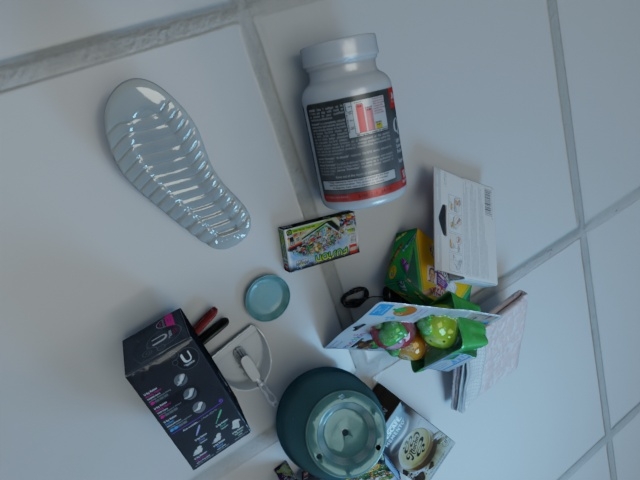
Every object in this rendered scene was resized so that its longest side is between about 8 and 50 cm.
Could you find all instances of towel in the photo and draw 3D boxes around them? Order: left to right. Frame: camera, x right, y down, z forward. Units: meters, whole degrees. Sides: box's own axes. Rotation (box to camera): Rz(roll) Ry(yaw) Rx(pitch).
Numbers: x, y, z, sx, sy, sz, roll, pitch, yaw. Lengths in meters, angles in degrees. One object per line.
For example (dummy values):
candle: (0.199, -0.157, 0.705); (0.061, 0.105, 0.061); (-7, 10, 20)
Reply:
towel: (0.537, 0.356, 1.542); (0.317, 0.053, 0.332); (-28, 129, -28)

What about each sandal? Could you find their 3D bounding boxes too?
sandal: (-0.298, -0.142, 1.023); (0.169, 0.102, 0.416); (-31, 127, -4)

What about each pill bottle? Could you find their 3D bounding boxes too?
pill bottle: (0.073, -0.269, 1.129); (0.210, 0.210, 0.363); (-20, 109, -24)

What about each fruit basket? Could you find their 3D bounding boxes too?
fruit basket: (0.231, 0.247, 1.259); (0.353, 0.327, 0.165); (3, 59, -25)

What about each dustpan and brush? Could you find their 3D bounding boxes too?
dustpan and brush: (-0.162, 0.332, 1.204); (0.147, 0.060, 0.211); (-38, 123, -22)

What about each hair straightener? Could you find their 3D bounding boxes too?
hair straightener: (-0.294, 0.264, 1.128); (0.230, 0.047, 0.089); (-48, 118, -12)

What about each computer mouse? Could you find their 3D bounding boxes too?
computer mouse: (0.166, 0.159, 1.372); (0.242, 0.041, 0.071); (0, 88, -22)

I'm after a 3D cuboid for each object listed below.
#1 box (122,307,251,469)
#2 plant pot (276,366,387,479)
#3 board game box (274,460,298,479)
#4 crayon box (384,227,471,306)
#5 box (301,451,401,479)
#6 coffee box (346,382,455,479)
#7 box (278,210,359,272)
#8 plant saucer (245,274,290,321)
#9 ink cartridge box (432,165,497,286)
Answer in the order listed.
box: (-0.282, 0.308, 1.032); (0.143, 0.165, 0.270); (-31, 115, -14)
plant pot: (0.040, 0.443, 1.170); (0.271, 0.255, 0.272); (2, 76, -10)
board game box: (-0.008, 0.776, 1.297); (0.056, 0.208, 0.347); (-30, 112, -21)
crayon box: (0.312, 0.109, 1.379); (0.278, 0.081, 0.165); (35, 58, -29)
box: (0.086, 0.654, 1.343); (0.233, 0.044, 0.159); (-25, 123, 12)
coffee box: (0.240, 0.577, 1.443); (0.297, 0.119, 0.168); (42, 80, -28)
box: (0.000, 0.000, 1.244); (0.207, 0.036, 0.114); (-16, 107, -26)
plant saucer: (-0.132, 0.141, 1.208); (0.119, 0.021, 0.119); (-6, 103, -28)
ink cartridge box: (0.388, -0.033, 1.377); (0.261, 0.066, 0.296); (13, 72, -31)
